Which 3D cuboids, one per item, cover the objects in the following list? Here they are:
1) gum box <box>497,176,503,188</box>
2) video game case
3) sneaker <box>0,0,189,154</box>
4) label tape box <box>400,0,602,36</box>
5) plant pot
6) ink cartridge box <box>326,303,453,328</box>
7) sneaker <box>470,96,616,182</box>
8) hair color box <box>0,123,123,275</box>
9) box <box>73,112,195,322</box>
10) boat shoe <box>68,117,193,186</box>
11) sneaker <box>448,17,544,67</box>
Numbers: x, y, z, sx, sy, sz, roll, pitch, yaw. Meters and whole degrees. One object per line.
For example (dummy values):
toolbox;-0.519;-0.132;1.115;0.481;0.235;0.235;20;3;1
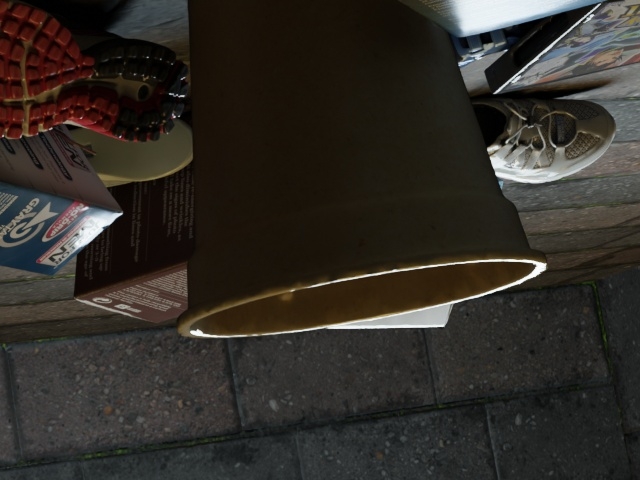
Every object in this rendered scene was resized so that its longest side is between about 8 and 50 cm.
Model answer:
gum box;0.116;-0.085;2.469;0.184;0.041;0.157;-3;-154;-34
video game case;0.335;-0.228;1.923;0.274;0.035;0.248;-14;169;-23
sneaker;-0.260;-0.149;1.711;0.112;0.121;0.299;21;-174;41
label tape box;0.154;-0.261;1.456;0.240;0.106;0.333;-14;169;20
plant pot;0.010;-0.093;1.713;0.333;0.306;0.334;-10;171;-2
ink cartridge box;0.000;0.000;2.428;0.226;0.131;0.306;1;-160;-43
sneaker;0.242;-0.128;2.389;0.281;0.105;0.115;-7;171;-12
hair color box;-0.342;-0.080;1.703;0.105;0.174;0.347;-41;157;16
box;-0.113;-0.043;2.201;0.143;0.191;0.381;19;155;-40
boat shoe;-0.238;-0.101;2.170;0.227;0.079;0.081;-8;-179;19
sneaker;0.171;-0.214;1.953;0.144;0.053;0.059;-16;174;-15
